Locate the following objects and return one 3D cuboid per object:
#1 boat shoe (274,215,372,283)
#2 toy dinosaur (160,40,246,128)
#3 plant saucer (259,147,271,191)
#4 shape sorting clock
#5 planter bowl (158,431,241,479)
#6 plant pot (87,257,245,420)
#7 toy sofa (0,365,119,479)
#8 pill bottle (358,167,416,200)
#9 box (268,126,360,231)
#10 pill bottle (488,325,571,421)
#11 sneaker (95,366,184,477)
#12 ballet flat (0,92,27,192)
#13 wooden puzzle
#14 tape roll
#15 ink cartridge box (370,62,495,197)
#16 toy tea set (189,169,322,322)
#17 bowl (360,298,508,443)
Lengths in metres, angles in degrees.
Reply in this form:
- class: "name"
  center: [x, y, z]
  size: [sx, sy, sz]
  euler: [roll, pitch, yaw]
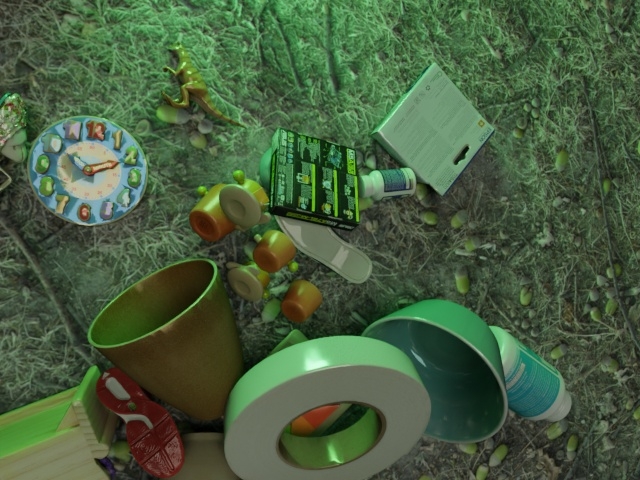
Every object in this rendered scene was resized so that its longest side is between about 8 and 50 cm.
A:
- class: "boat shoe"
  center: [0.000, 0.000, 0.929]
  size: [0.255, 0.079, 0.095]
  euler: [34, 80, -17]
- class: "toy dinosaur"
  center: [-0.246, -0.292, 0.858]
  size: [0.112, 0.064, 0.211]
  euler: [-35, 101, -13]
- class: "plant saucer"
  center: [-0.071, -0.150, 0.934]
  size: [0.119, 0.021, 0.119]
  euler: [0, 91, -16]
- class: "shape sorting clock"
  center: [-0.435, -0.130, 0.820]
  size: [0.206, 0.040, 0.206]
  euler: [0, 92, -16]
- class: "planter bowl"
  center: [-0.230, 0.435, 0.848]
  size: [0.162, 0.162, 0.109]
  euler: [8, 60, -16]
- class: "plant pot"
  center: [-0.246, 0.204, 0.806]
  size: [0.237, 0.237, 0.254]
  euler: [-28, 115, -13]
- class: "toy sofa"
  center: [-0.545, 0.381, 0.749]
  size: [0.363, 0.150, 0.177]
  euler: [-19, 102, -15]
- class: "pill bottle"
  center: [0.146, -0.125, 0.973]
  size: [0.120, 0.067, 0.067]
  euler: [-7, 94, -16]
- class: "box"
  center: [-0.011, -0.125, 0.892]
  size: [0.184, 0.045, 0.190]
  euler: [12, 61, -25]
- class: "pill bottle"
  center: [0.472, 0.329, 1.039]
  size: [0.264, 0.146, 0.146]
  euler: [36, 82, -14]
- class: "sneaker"
  center: [-0.315, 0.332, 0.813]
  size: [0.087, 0.128, 0.221]
  euler: [-36, 74, -14]
- class: "ballet flat"
  center: [-0.571, -0.141, 0.765]
  size: [0.077, 0.091, 0.241]
  euler: [34, 91, -25]
- class: "wooden puzzle"
  center: [-0.064, 0.348, 0.940]
  size: [0.239, 0.044, 0.221]
  euler: [-44, 102, -11]
- class: "tape roll"
  center: [0.015, 0.342, 0.823]
  size: [0.392, 0.072, 0.391]
  euler: [-6, 124, -9]
- class: "ink cartridge box"
  center: [0.265, -0.252, 1.014]
  size: [0.224, 0.045, 0.223]
  euler: [42, 81, -14]
- class: "toy tea set"
  center: [-0.113, 0.011, 0.866]
  size: [0.124, 0.200, 0.336]
  euler: [-52, 124, -45]
- class: "bowl"
  center: [0.249, 0.247, 0.920]
  size: [0.163, 0.312, 0.311]
  euler: [-40, 104, -45]
